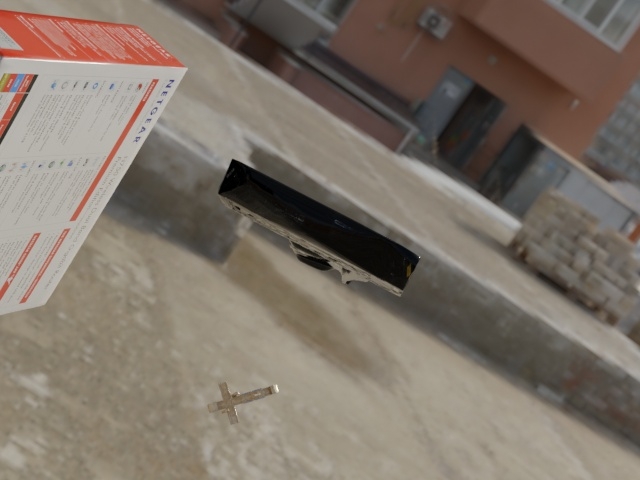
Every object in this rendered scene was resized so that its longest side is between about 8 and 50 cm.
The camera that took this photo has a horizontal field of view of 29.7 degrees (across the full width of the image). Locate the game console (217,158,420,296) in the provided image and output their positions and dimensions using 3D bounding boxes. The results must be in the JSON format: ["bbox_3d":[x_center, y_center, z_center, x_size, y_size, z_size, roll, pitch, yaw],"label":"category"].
[{"bbox_3d":[0.000,0.000,1.335,0.213,0.044,0.361,28,-6,4],"label":"game console"}]

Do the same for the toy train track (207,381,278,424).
[{"bbox_3d":[-0.085,0.175,1.345,0.014,0.083,0.048,-42,-116,63],"label":"toy train track"}]

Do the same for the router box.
[{"bbox_3d":[-0.317,-0.062,1.195,0.082,0.335,0.301,41,20,16],"label":"router box"}]
